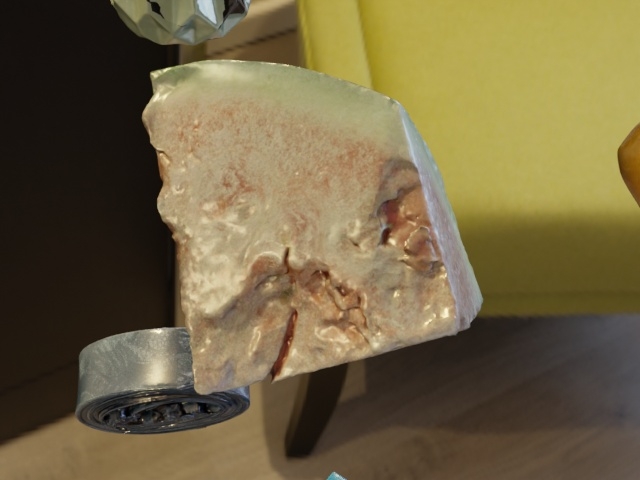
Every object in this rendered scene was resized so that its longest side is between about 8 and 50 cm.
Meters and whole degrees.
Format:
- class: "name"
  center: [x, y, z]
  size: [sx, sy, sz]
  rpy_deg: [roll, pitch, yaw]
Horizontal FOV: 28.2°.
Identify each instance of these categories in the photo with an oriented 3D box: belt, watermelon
- class: "belt"
  center: [-0.157, 0.147, 1.298]
  size: [0.190, 0.141, 0.082]
  rpy_deg: [-12, 64, 19]
- class: "watermelon"
  center: [0.000, 0.000, 0.954]
  size: [0.193, 0.310, 0.232]
  rpy_deg: [-17, 38, 14]

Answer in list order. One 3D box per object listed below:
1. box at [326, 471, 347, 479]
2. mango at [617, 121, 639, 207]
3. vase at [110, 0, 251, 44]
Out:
- class: "box"
  center: [0.050, 0.379, 1.460]
  size: [0.194, 0.073, 0.139]
  rpy_deg: [29, 58, 25]
- class: "mango"
  center: [0.330, -0.045, 0.947]
  size: [0.219, 0.145, 0.112]
  rpy_deg: [8, 7, 8]
- class: "vase"
  center: [-0.148, -0.384, 1.290]
  size: [0.165, 0.360, 0.165]
  rpy_deg: [0, 35, 0]
